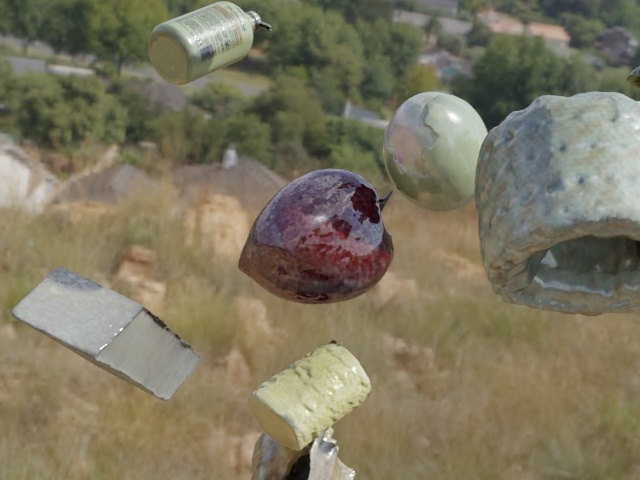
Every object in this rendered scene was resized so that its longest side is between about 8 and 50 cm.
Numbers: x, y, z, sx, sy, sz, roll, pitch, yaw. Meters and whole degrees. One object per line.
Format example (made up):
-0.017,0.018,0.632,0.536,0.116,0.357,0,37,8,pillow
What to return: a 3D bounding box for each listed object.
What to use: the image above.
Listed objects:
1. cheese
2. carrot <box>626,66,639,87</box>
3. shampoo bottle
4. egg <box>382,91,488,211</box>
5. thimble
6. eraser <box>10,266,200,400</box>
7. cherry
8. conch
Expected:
-0.015,0.239,1.768,0.167,0.094,0.123,-32,58,-30,cheese
0.634,-0.239,1.731,0.358,0.074,0.074,8,13,37,carrot
-0.135,-0.254,1.430,0.079,0.079,0.162,21,37,33,shampoo bottle
0.195,-0.157,1.908,0.183,0.217,0.183,-4,51,5,egg
0.325,-0.033,1.389,0.291,0.291,0.195,8,61,-6,thimble
-0.231,0.113,1.295,0.111,0.077,0.352,23,-12,12,eraser
0.000,0.000,1.977,0.300,0.230,0.203,-22,18,-5,cherry
-0.031,0.434,1.979,0.186,0.263,0.324,16,55,-6,conch
